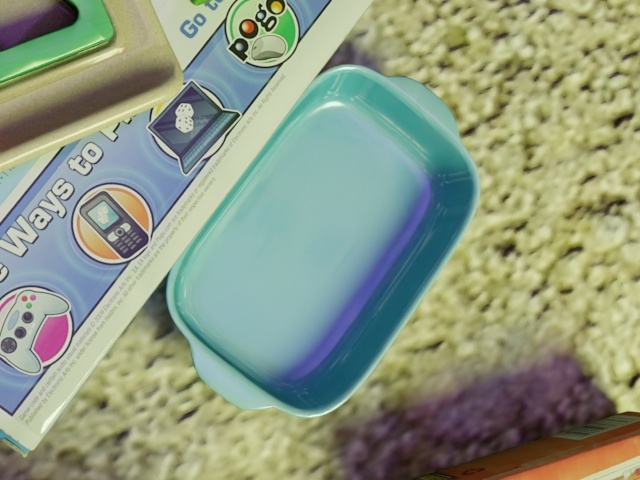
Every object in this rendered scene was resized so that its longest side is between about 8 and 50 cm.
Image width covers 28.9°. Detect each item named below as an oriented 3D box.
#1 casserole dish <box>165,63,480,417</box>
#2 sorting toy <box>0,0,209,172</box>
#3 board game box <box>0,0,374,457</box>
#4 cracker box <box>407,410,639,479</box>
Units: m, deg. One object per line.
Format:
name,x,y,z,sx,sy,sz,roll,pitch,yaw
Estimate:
casserole dish,0.000,0.000,0.624,0.114,0.037,0.188,39,74,-11
sorting toy,-0.168,-0.114,0.479,0.347,0.047,0.196,-26,94,-18
board game box,-0.160,-0.118,0.554,0.302,0.086,0.308,39,75,-11
cracker box,0.135,0.220,0.634,0.155,0.067,0.232,-13,89,-18
